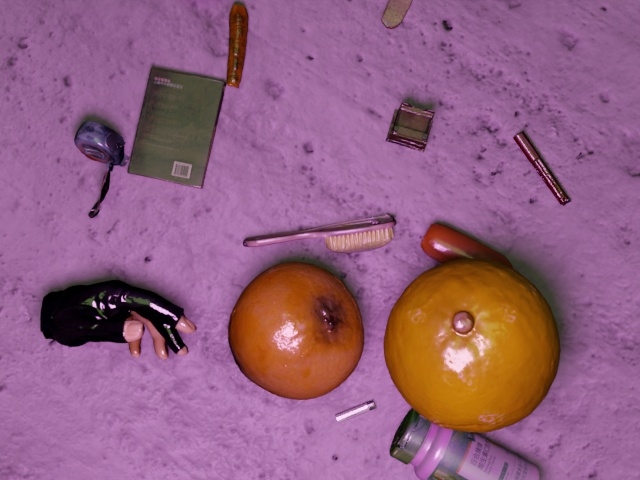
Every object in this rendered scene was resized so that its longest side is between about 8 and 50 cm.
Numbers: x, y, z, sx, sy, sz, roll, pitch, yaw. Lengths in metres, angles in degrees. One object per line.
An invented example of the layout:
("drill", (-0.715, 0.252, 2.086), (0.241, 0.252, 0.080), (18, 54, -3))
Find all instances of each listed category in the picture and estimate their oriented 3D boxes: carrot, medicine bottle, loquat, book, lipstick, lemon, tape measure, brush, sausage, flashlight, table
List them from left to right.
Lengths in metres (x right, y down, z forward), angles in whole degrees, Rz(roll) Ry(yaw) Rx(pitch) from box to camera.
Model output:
("tape measure", (-0.460, -0.142, 1.744), (0.107, 0.104, 0.180), (23, 85, -2))
("book", (-0.295, -0.232, 1.794), (0.160, 0.024, 0.228), (12, 86, 0))
("carrot", (-0.174, -0.399, 1.801), (0.042, 0.042, 0.170), (5, 87, 0))
("loquat", (-0.042, 0.171, 1.654), (0.263, 0.263, 0.263), (0, 86, -1))
("brush", (0.000, 0.002, 1.762), (0.313, 0.072, 0.067), (-8, 99, 0))
("flashlight", (0.071, 0.344, 1.756), (0.083, 0.018, 0.018), (-22, 86, -2))
("table", (0.184, -0.231, 1.769), (0.083, 0.082, 0.070), (17, 85, 1))
("brush", (0.216, -0.591, 1.829), (0.085, 0.020, 0.336), (29, 87, 1))
("medicine bottle", (0.275, 0.433, 1.695), (0.274, 0.133, 0.133), (27, 86, 2))
("sausage", (0.296, 0.032, 1.755), (0.197, 0.076, 0.076), (28, 86, 0))
("lemon", (0.278, 0.192, 1.616), (0.348, 0.348, 0.348), (0, 86, -1))
("lipstick", (0.456, -0.146, 1.796), (0.027, 0.027, 0.176), (-34, 88, -3))

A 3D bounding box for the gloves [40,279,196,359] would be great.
("gloves", (-0.389, 0.153, 1.679), (0.301, 0.197, 0.152), (17, 96, 2))
